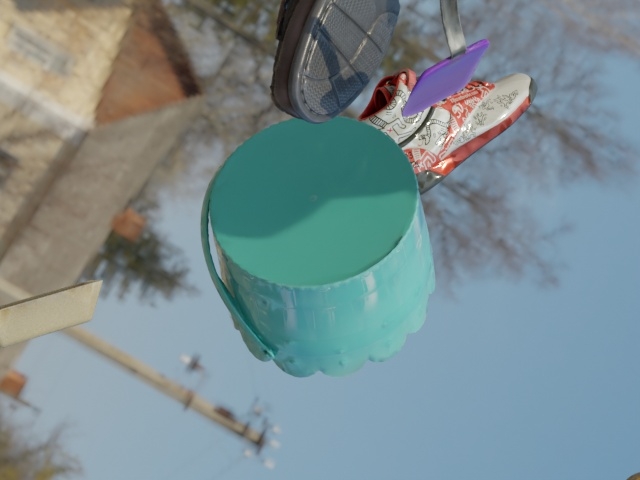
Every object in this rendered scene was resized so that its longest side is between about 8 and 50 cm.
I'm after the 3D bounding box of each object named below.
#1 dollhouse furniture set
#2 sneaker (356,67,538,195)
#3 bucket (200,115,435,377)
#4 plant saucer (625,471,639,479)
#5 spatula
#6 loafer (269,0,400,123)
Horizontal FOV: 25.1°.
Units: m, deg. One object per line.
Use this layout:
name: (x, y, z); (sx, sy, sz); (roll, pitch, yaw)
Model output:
dollhouse furniture set: (-0.179, 0.015, 0.732); (0.114, 0.081, 0.091); (-16, -176, -23)
sneaker: (0.167, -0.185, 1.921); (0.270, 0.145, 0.090); (-40, -164, -20)
bucket: (0.000, 0.000, 1.680); (0.183, 0.281, 0.281); (79, 29, -55)
plant saucer: (0.452, 0.351, 1.969); (0.015, 0.083, 0.083); (77, 29, -53)
spatula: (0.110, -0.201, 1.190); (0.084, 0.030, 0.296); (-30, 149, -20)
loafer: (0.019, -0.242, 1.351); (0.095, 0.109, 0.302); (9, -114, 38)
